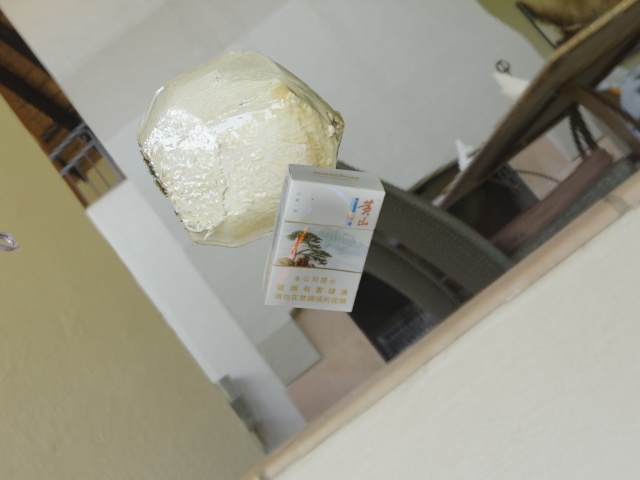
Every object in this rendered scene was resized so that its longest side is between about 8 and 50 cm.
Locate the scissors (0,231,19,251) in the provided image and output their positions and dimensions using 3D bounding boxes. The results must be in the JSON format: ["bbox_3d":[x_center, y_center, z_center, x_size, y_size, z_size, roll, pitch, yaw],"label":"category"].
[{"bbox_3d":[-0.660,0.006,1.513,0.021,0.110,0.212,-57,3,15],"label":"scissors"}]

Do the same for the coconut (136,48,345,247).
[{"bbox_3d":[-0.131,-0.171,1.455,0.360,0.346,0.346,-27,-10,-6],"label":"coconut"}]

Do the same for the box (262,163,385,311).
[{"bbox_3d":[0.000,-0.001,1.252,0.150,0.067,0.233,4,-58,-16],"label":"box"}]
